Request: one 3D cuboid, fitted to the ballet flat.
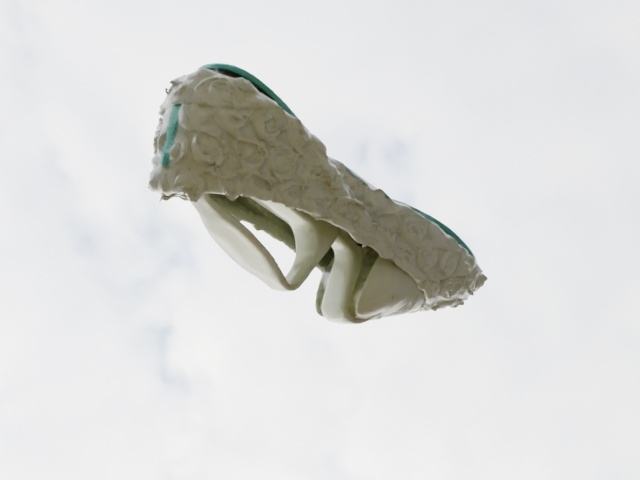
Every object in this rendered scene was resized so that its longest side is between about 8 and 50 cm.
[{"bbox_3d":[0.000,0.000,0.774,0.409,0.147,0.147,34,-100,-36],"label":"ballet flat"}]
